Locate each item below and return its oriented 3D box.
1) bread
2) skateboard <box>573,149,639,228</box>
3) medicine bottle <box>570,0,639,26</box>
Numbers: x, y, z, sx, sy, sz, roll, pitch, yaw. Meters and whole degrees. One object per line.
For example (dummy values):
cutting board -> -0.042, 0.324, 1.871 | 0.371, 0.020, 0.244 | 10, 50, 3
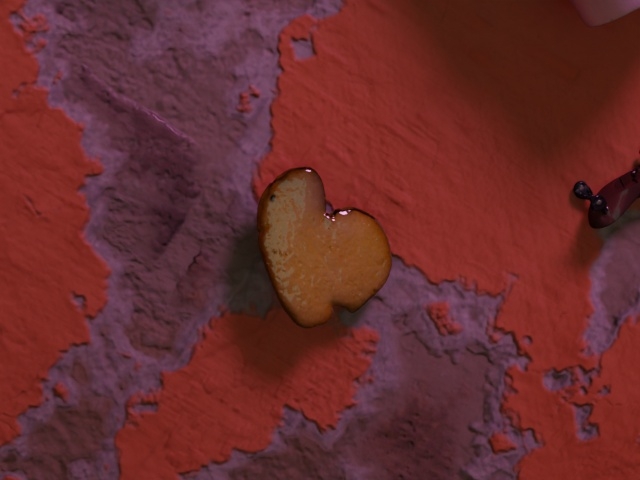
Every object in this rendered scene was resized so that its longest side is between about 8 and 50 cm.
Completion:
bread -> 0.000, 0.000, 1.861 | 0.149, 0.065, 0.187 | -19, 99, -9
skateboard -> 0.380, -0.059, 1.862 | 0.151, 0.067, 0.080 | -30, 111, 0
medicine bottle -> 0.262, -0.434, 1.696 | 0.213, 0.213, 0.378 | -33, 102, 5
